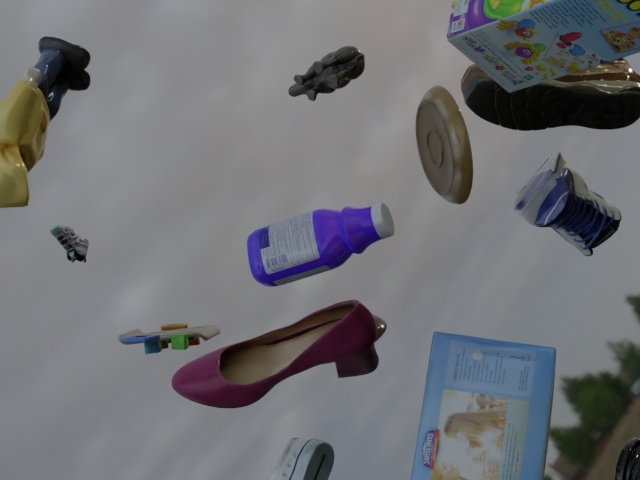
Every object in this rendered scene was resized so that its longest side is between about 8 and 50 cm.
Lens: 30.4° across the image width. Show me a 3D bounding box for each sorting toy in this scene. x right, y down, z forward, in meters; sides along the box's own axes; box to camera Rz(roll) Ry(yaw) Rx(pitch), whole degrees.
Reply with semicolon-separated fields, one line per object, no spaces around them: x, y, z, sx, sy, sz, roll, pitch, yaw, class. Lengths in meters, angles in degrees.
-0.331;0.220;2.605;0.347;0.196;0.047;-12;-81;-84;sorting toy

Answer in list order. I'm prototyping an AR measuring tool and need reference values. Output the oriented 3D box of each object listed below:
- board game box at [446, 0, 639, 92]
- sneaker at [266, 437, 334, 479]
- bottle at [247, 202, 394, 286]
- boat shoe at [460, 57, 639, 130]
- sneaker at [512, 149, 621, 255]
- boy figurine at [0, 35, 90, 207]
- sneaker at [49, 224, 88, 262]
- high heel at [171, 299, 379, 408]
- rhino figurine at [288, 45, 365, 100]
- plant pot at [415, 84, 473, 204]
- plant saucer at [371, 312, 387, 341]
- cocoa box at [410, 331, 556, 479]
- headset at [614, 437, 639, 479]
0.316;-0.311;1.472;0.144;0.275;0.142;32;-121;-38;board game box
-0.061;0.465;2.061;0.094;0.091;0.258;45;-118;-33;sneaker
0.000;0.000;2.238;0.283;0.118;0.092;-18;-25;20;bottle
0.376;-0.255;1.909;0.324;0.120;0.122;3;-32;-21;boat shoe
0.453;-0.062;2.102;0.127;0.182;0.315;-53;-5;13;sneaker
-0.415;-0.167;1.681;0.177;0.092;0.285;106;179;-51;boy figurine
-0.501;0.013;2.356;0.038;0.069;0.098;-29;-40;28;sneaker
-0.089;0.180;2.029;0.377;0.127;0.181;-13;-41;3;high heel
0.007;-0.326;2.350;0.106;0.073;0.243;-33;8;-27;rhino figurine
0.233;-0.182;2.285;0.032;0.236;0.236;-13;-32;-14;plant pot
0.049;0.186;2.336;0.168;0.168;0.029;-41;-67;-42;plant saucer
0.296;0.367;2.141;0.228;0.231;0.347;65;-147;-69;cocoa box
0.599;0.460;2.027;0.394;0.243;0.185;-25;-65;-12;headset
